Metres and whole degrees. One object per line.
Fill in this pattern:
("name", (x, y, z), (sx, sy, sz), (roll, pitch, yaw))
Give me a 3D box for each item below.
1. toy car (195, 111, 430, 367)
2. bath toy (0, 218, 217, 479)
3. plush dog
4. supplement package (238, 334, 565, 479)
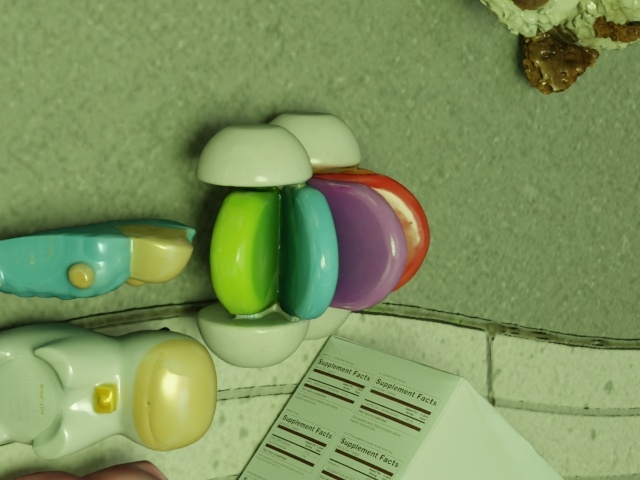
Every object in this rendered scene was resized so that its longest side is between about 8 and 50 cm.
("toy car", (0.000, 0.000, 0.956), (0.182, 0.136, 0.159), (-22, 116, -63))
("bath toy", (-0.143, 0.162, 0.908), (0.129, 0.151, 0.348), (-23, 119, -73))
("plush dog", (0.226, -0.240, 1.112), (0.262, 0.211, 0.225), (-30, 136, 0))
("supplement package", (0.053, 0.215, 1.056), (0.194, 0.149, 0.203), (46, 71, -36))
